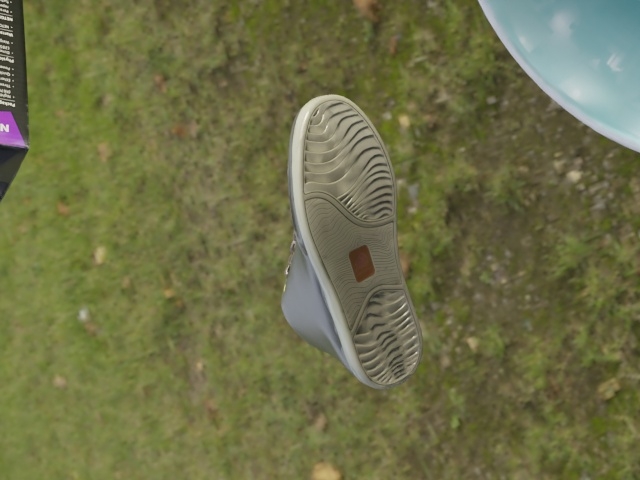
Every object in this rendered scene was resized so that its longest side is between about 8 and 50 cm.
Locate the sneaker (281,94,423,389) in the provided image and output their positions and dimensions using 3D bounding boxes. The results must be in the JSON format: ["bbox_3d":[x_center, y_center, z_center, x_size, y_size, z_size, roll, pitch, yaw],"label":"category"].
[{"bbox_3d":[0.000,0.000,0.896,0.118,0.083,0.222,13,119,59],"label":"sneaker"}]

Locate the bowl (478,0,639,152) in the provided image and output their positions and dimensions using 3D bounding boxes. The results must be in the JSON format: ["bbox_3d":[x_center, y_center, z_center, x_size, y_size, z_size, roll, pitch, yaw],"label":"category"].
[{"bbox_3d":[0.258,-0.211,0.741,0.312,0.163,0.311,28,147,20],"label":"bowl"}]

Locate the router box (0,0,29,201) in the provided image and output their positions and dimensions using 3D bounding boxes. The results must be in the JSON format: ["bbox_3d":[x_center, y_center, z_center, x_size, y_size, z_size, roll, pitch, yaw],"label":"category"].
[{"bbox_3d":[-0.170,-0.056,0.513,0.179,0.046,0.133,-44,47,51],"label":"router box"}]
